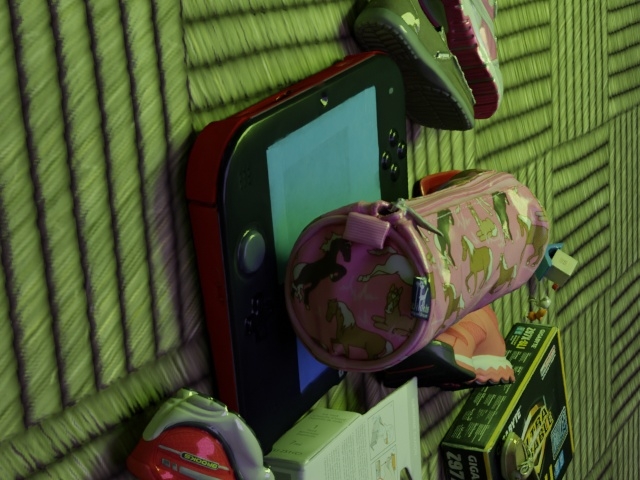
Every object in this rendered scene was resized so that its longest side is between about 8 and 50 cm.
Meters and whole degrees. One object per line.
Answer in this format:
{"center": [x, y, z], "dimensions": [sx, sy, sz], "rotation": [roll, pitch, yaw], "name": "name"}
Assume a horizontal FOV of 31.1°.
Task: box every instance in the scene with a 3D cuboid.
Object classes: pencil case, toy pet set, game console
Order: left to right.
{"center": [0.000, 0.000, 1.207], "dimensions": [0.386, 0.060, 0.341], "rotation": [-36, 124, -53], "name": "game console"}
{"center": [0.116, 0.019, 1.223], "dimensions": [0.386, 0.167, 0.160], "rotation": [-18, 84, -60], "name": "pencil case"}
{"center": [0.358, 0.064, 1.864], "dimensions": [0.122, 0.065, 0.114], "rotation": [-52, 171, -41], "name": "toy pet set"}

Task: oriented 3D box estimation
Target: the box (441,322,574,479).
{"center": [0.292, 0.317, 1.738], "dimensions": [0.322, 0.079, 0.257], "rotation": [-46, 133, -49], "name": "box"}

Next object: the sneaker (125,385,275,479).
{"center": [-0.098, 0.251, 1.055], "dimensions": [0.118, 0.107, 0.279], "rotation": [-46, 131, -23], "name": "sneaker"}

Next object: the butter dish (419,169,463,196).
{"center": [0.220, -0.028, 1.499], "dimensions": [0.160, 0.118, 0.159], "rotation": [-15, 85, -59], "name": "butter dish"}

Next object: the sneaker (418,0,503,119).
{"center": [0.182, -0.266, 1.448], "dimensions": [0.111, 0.103, 0.252], "rotation": [-58, 141, -37], "name": "sneaker"}

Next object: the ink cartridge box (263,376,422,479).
{"center": [0.032, 0.329, 1.293], "dimensions": [0.261, 0.066, 0.296], "rotation": [-27, 117, -56], "name": "ink cartridge box"}

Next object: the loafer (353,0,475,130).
{"center": [0.128, -0.216, 1.367], "dimensions": [0.251, 0.094, 0.087], "rotation": [48, 57, -51], "name": "loafer"}

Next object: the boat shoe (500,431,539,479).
{"center": [0.286, 0.327, 1.602], "dimensions": [0.056, 0.048, 0.153], "rotation": [-53, 137, -44], "name": "boat shoe"}

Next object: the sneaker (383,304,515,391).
{"center": [0.154, 0.120, 1.472], "dimensions": [0.314, 0.116, 0.136], "rotation": [19, 62, -63], "name": "sneaker"}
